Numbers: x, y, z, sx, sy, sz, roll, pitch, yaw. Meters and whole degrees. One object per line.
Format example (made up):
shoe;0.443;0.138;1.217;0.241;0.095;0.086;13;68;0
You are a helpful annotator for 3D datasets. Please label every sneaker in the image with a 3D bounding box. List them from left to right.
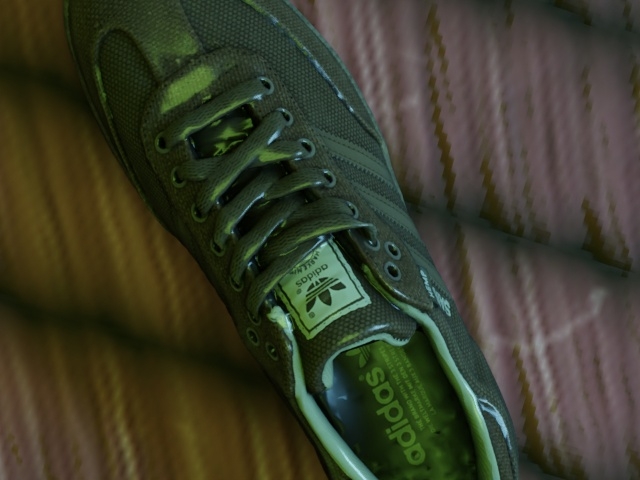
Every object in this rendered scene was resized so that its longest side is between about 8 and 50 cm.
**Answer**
sneaker;0.000;0.000;0.468;0.066;0.071;0.188;-34;100;-3
